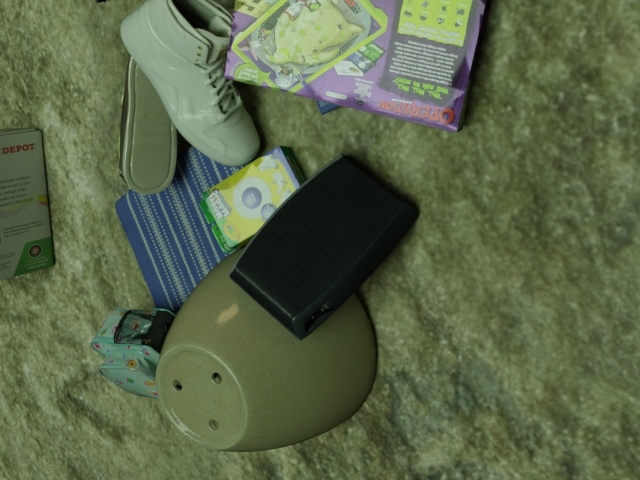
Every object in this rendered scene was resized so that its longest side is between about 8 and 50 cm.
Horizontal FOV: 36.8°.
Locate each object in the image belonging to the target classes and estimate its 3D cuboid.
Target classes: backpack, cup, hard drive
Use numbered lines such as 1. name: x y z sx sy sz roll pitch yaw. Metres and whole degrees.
1. backpack: -0.307 0.196 1.689 0.188 0.166 0.144 9 64 42
2. cup: -0.115 0.191 1.480 0.331 0.237 0.330 11 112 29
3. hard drive: 0.000 0.000 1.390 0.172 0.054 0.254 40 80 22

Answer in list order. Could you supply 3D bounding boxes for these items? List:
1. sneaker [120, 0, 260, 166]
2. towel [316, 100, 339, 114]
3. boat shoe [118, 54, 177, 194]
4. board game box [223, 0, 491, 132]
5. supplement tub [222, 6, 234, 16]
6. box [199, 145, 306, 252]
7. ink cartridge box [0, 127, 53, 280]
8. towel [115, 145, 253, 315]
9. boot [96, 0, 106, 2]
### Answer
1. sneaker: -0.167 -0.246 1.448 0.292 0.108 0.169 50 145 -15
2. towel: 0.028 -0.346 1.385 0.209 0.034 0.284 -20 90 38
3. boat shoe: -0.272 -0.242 1.587 0.097 0.117 0.324 -143 62 -62
4. board game box: 0.046 -0.286 1.313 0.347 0.056 0.208 16 104 14
5. supplement tub: -0.112 -0.320 1.472 0.107 0.071 0.071 12 109 34
6. box: -0.108 -0.062 1.519 0.179 0.043 0.105 -31 81 20
7. ink cartridge box: -0.636 -0.068 1.841 0.117 0.201 0.278 7 106 35
8. towel: -0.207 -0.026 1.648 0.336 0.040 0.243 -29 83 36
9. boot: -0.247 -0.422 1.458 0.247 0.207 0.094 -7 98 37
